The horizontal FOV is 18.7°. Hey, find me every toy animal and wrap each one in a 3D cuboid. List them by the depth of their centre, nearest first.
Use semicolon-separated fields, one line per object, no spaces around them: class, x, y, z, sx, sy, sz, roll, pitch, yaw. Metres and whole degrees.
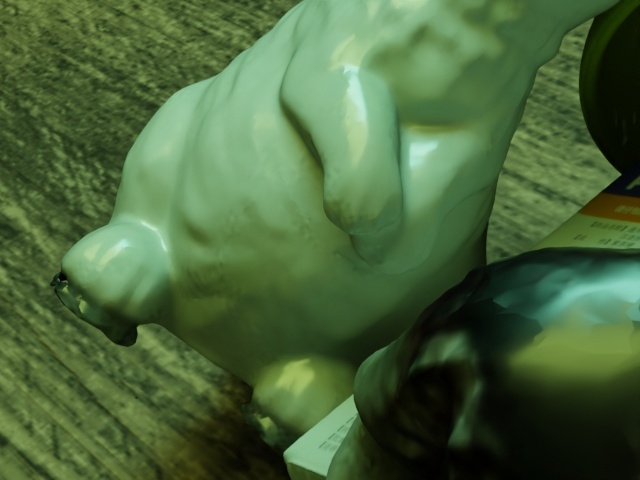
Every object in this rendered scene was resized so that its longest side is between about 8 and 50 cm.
toy animal;0.080;0.151;0.547;0.194;0.302;0.344;12;70;-7
toy animal;0.036;-0.076;0.975;0.357;0.194;0.258;-57;10;10

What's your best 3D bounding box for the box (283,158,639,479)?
box;0.159;0.068;0.886;0.299;0.106;0.200;-36;24;-24

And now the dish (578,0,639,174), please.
dish;0.266;-0.120;1.010;0.262;0.221;0.108;-4;57;12
